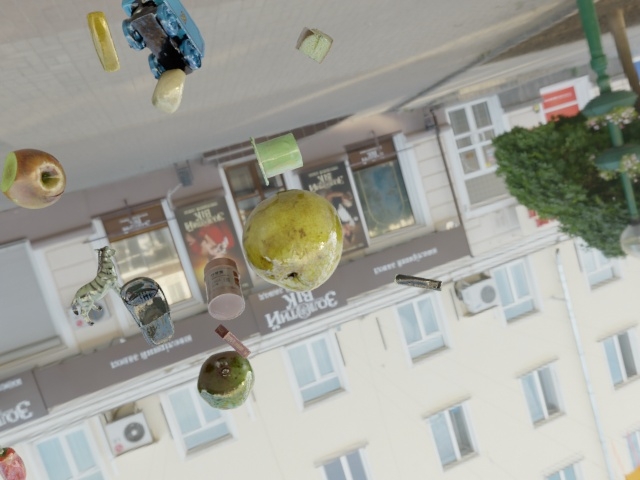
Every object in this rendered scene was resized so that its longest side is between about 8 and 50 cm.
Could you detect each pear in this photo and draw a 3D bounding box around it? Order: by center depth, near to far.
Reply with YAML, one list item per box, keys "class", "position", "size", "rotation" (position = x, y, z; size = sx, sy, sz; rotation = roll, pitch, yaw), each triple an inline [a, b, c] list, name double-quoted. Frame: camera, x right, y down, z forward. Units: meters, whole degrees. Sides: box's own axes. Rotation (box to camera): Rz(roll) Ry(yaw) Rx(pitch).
- class: "pear"
  position: [-0.070, 0.005, 1.463]
  size: [0.304, 0.303, 0.304]
  rotation: [-17, -174, 2]

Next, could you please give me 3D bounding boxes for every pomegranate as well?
- class: "pomegranate"
  position: [-0.286, 0.438, 1.542]
  size: [0.180, 0.180, 0.209]
  rotation: [-19, 144, -22]

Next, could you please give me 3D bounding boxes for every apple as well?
- class: "apple"
  position: [-0.783, -0.163, 1.361]
  size: [0.147, 0.146, 0.163]
  rotation: [2, 161, 20]

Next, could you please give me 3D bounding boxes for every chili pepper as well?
- class: "chili pepper"
  position: [-0.837, 0.604, 1.361]
  size: [0.050, 0.191, 0.059]
  rotation: [14, -145, 20]

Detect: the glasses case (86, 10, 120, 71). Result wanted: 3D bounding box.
- class: "glasses case"
  position: [-0.887, -0.808, 2.061]
  size: [0.079, 0.234, 0.064]
  rotation: [-25, -142, -26]

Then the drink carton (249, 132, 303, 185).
- class: "drink carton"
  position: [-0.142, -0.281, 1.686]
  size: [0.142, 0.146, 0.144]
  rotation: [-18, -131, -4]

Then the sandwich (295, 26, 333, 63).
- class: "sandwich"
  position: [-0.025, -0.659, 1.689]
  size: [0.094, 0.096, 0.258]
  rotation: [21, -159, -16]

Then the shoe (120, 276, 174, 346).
- class: "shoe"
  position: [-0.465, 0.210, 1.412]
  size: [0.108, 0.241, 0.093]
  rotation: [-31, -142, -27]

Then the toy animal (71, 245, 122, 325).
- class: "toy animal"
  position: [-0.686, 0.135, 1.561]
  size: [0.073, 0.176, 0.217]
  rotation: [17, -125, 45]

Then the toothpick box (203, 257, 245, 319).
- class: "toothpick box"
  position: [-0.262, 0.129, 1.366]
  size: [0.099, 0.098, 0.149]
  rotation: [-17, -139, -4]

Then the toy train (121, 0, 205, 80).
- class: "toy train"
  position: [-0.535, -0.715, 1.747]
  size: [0.188, 0.265, 0.300]
  rotation: [-17, 144, 14]

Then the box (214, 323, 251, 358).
- class: "box"
  position: [-0.198, 0.229, 1.144]
  size: [0.023, 0.082, 0.051]
  rotation: [-47, -148, -14]

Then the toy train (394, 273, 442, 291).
- class: "toy train"
  position: [0.373, 0.161, 1.945]
  size: [0.208, 0.043, 0.047]
  rotation: [11, 174, -18]

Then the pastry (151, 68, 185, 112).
- class: "pastry"
  position: [-0.512, -0.509, 1.712]
  size: [0.092, 0.156, 0.156]
  rotation: [20, 167, -28]
